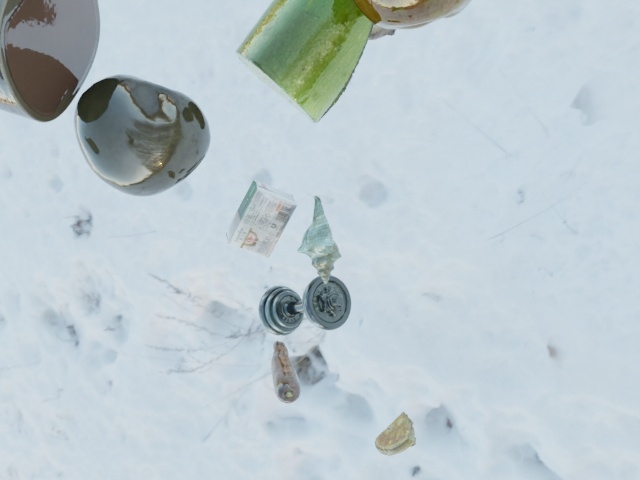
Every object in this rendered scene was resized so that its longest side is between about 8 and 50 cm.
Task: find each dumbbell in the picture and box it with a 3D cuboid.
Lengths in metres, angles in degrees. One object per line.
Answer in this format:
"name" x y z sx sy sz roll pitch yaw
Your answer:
"dumbbell" -0.057 0.219 1.935 0.406 0.179 0.179 -17 92 52

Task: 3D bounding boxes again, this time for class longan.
"longan" -0.347 -0.205 1.129 0.215 0.246 0.245 43 126 41

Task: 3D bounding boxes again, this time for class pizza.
"pizza" 0.228 0.556 1.671 0.046 0.134 0.175 43 154 -9

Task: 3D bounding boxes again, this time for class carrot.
"carrot" -0.082 0.286 1.297 0.248 0.059 0.059 -122 31 -72

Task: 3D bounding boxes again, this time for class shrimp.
"shrimp" 0.114 -0.544 1.481 0.124 0.178 0.034 37 133 21

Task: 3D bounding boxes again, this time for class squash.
"squash" -0.007 -0.450 1.232 0.234 0.210 0.309 42 94 23

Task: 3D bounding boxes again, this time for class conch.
"conch" -0.007 0.010 1.666 0.137 0.115 0.233 -132 23 -61

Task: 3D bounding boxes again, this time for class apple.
"apple" 0.163 -0.487 1.021 0.265 0.264 0.264 11 109 35

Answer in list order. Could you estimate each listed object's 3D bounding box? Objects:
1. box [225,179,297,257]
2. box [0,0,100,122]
"box" -0.175 -0.063 1.730 0.199 0.135 0.081 -60 27 17
"box" -0.542 -0.368 0.989 0.217 0.301 0.300 13 113 3
